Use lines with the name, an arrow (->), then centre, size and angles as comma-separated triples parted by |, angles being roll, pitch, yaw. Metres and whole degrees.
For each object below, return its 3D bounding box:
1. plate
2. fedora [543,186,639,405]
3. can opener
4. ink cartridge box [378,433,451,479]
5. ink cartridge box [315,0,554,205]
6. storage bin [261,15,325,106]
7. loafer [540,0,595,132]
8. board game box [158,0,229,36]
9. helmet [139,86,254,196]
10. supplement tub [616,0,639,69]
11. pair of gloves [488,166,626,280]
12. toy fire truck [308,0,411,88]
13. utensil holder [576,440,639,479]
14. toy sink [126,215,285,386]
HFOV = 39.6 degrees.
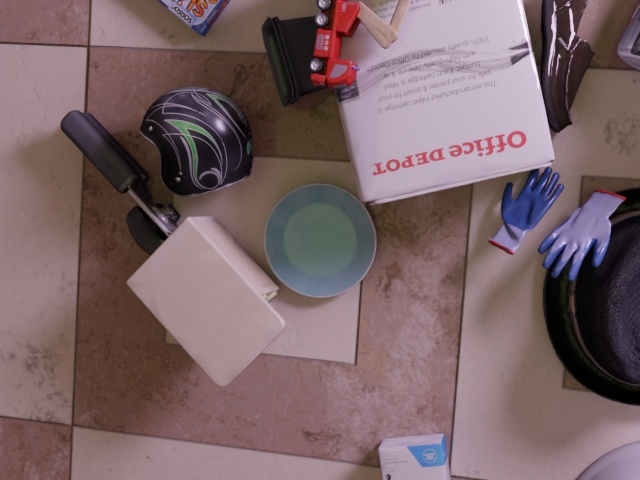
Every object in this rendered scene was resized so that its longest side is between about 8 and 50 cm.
plate -> 0.000, 0.000, 1.452 | 0.188, 0.024, 0.188 | 1, 93, 12
fedora -> 0.482, 0.090, 1.292 | 0.334, 0.152, 0.334 | 1, 94, 11
can opener -> -0.340, -0.090, 1.490 | 0.095, 0.076, 0.283 | -45, 83, 10
ink cartridge box -> 0.159, 0.410, 1.429 | 0.104, 0.060, 0.180 | -8, 92, 12
ink cartridge box -> 0.167, -0.272, 1.323 | 0.285, 0.166, 0.395 | -12, 91, 14
storage bin -> -0.029, -0.289, 1.410 | 0.091, 0.098, 0.135 | -15, 90, -15
loafer -> 0.370, -0.271, 1.326 | 0.078, 0.080, 0.220 | 0, 94, 12
board game box -> -0.231, -0.453, 1.461 | 0.201, 0.035, 0.136 | 39, 100, 7
helmet -> -0.195, -0.165, 1.412 | 0.169, 0.169, 0.161 | -11, 108, 12
supplement tub -> 0.518, -0.333, 1.273 | 0.117, 0.117, 0.190 | 26, 98, 9
pair of gloves -> 0.346, -0.029, 1.327 | 0.198, 0.023, 0.159 | 26, 75, 39
toy fire truck -> 0.062, -0.304, 1.236 | 0.135, 0.047, 0.192 | 9, 97, 14
utensil holder -> 0.500, 0.481, 1.198 | 0.327, 0.385, 0.327 | 1, 95, 11
toy sink -> -0.166, 0.095, 1.439 | 0.234, 0.131, 0.153 | 46, 101, 8
